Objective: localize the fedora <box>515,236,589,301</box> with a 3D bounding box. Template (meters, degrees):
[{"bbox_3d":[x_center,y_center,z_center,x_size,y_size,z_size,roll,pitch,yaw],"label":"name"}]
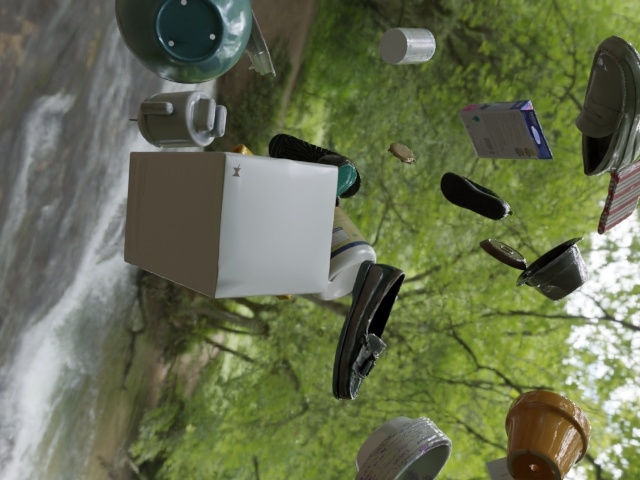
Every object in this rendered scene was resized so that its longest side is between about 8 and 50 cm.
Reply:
[{"bbox_3d":[0.728,0.103,1.760,0.244,0.124,0.275,-38,173,-1],"label":"fedora"}]

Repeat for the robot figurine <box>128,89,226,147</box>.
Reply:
[{"bbox_3d":[-0.518,-0.439,2.103,0.300,0.353,0.199,27,67,-65],"label":"robot figurine"}]

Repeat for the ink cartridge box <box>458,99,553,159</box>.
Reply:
[{"bbox_3d":[0.593,-0.347,1.824,0.065,0.186,0.311,-40,-154,-16],"label":"ink cartridge box"}]

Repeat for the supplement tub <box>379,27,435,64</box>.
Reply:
[{"bbox_3d":[0.177,-0.392,1.162,0.107,0.071,0.071,-19,130,-45],"label":"supplement tub"}]

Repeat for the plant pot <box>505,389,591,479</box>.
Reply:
[{"bbox_3d":[0.552,0.515,1.440,0.188,0.205,0.205,-37,146,-51],"label":"plant pot"}]

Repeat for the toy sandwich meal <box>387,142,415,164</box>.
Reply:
[{"bbox_3d":[0.225,-0.241,1.609,0.029,0.085,0.085,-56,-167,39],"label":"toy sandwich meal"}]

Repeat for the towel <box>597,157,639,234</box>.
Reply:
[{"bbox_3d":[0.798,-0.120,1.521,0.029,0.144,0.197,42,-32,42],"label":"towel"}]

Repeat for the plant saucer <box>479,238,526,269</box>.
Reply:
[{"bbox_3d":[0.597,0.039,1.869,0.168,0.168,0.029,-74,-171,-71],"label":"plant saucer"}]

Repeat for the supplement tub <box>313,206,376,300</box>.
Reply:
[{"bbox_3d":[0.000,0.000,1.769,0.316,0.228,0.228,55,-26,27],"label":"supplement tub"}]

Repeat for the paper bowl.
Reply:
[{"bbox_3d":[0.207,0.594,1.557,0.284,0.148,0.284,-26,138,-26],"label":"paper bowl"}]

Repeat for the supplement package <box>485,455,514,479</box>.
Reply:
[{"bbox_3d":[0.559,0.715,1.542,0.244,0.139,0.134,-104,173,-57],"label":"supplement package"}]

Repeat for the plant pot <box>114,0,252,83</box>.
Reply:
[{"bbox_3d":[-0.272,-0.450,1.177,0.195,0.290,0.290,-118,-145,-58],"label":"plant pot"}]

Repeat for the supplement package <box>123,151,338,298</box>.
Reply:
[{"bbox_3d":[-0.139,-0.031,0.817,0.293,0.177,0.175,10,-83,51],"label":"supplement package"}]

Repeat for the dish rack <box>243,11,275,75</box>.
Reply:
[{"bbox_3d":[-0.215,-0.609,1.615,0.333,0.072,0.285,-112,-179,-85],"label":"dish rack"}]

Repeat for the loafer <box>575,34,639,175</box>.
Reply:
[{"bbox_3d":[0.558,-0.245,1.120,0.319,0.111,0.112,59,2,-45],"label":"loafer"}]

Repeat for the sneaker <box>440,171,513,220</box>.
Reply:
[{"bbox_3d":[0.469,-0.129,1.741,0.097,0.235,0.084,-13,134,-52],"label":"sneaker"}]

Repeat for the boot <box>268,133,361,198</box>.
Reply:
[{"bbox_3d":[-0.028,-0.241,1.999,0.131,0.348,0.260,-59,179,-9],"label":"boot"}]

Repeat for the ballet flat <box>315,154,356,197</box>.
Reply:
[{"bbox_3d":[-0.053,-0.073,1.142,0.096,0.280,0.095,42,-15,46],"label":"ballet flat"}]

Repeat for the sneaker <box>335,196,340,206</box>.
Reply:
[{"bbox_3d":[0.026,-0.108,1.632,0.109,0.044,0.040,149,-70,-71],"label":"sneaker"}]

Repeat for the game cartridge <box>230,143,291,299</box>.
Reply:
[{"bbox_3d":[-0.144,-0.039,1.465,0.324,0.053,0.285,42,49,-39],"label":"game cartridge"}]

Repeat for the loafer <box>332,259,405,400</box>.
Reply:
[{"bbox_3d":[0.089,0.163,1.054,0.096,0.084,0.267,52,49,-60],"label":"loafer"}]
